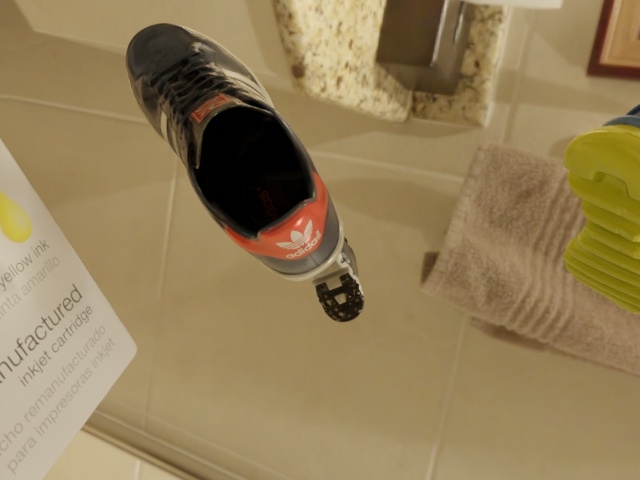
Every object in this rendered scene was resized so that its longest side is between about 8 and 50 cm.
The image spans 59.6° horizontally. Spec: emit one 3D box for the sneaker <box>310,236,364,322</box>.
[{"bbox_3d":[0.000,0.000,0.824,0.106,0.078,0.234,-70,139,-80],"label":"sneaker"}]

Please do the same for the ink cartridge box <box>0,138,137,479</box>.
[{"bbox_3d":[-0.296,0.004,0.239,0.385,0.160,0.279,67,27,-26],"label":"ink cartridge box"}]

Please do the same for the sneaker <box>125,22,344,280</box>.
[{"bbox_3d":[-0.101,-0.121,0.557,0.131,0.350,0.148,-40,162,-2],"label":"sneaker"}]

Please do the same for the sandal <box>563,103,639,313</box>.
[{"bbox_3d":[0.355,-0.032,0.615,0.138,0.126,0.317,-44,143,-12],"label":"sandal"}]
